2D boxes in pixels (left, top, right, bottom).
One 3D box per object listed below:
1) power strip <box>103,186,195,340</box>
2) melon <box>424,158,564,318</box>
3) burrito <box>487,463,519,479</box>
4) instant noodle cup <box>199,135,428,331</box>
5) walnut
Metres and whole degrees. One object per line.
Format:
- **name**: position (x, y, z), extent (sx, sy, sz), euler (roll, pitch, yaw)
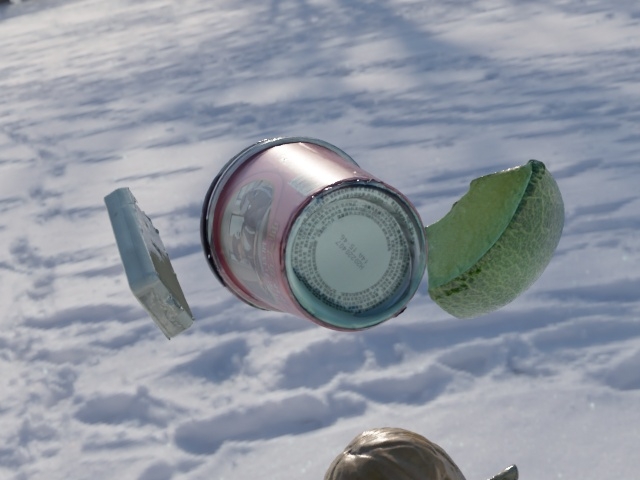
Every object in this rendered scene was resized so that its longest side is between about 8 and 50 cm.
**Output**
- **power strip**: position (-0.177, 0.018, 0.968), extent (0.035, 0.081, 0.192), euler (-32, 40, 0)
- **melon**: position (0.358, 0.013, 1.905), extent (0.226, 0.331, 0.343), euler (31, 2, 41)
- **burrito**: position (0.327, 0.605, 1.836), extent (0.135, 0.332, 0.190), euler (8, 25, -28)
- **instant noodle cup**: position (0.000, 0.000, 1.099), extent (0.243, 0.244, 0.255), euler (-18, 14, -14)
- **walnut**: position (0.125, 0.410, 1.447), extent (0.225, 0.261, 0.225), euler (-42, 7, 7)
